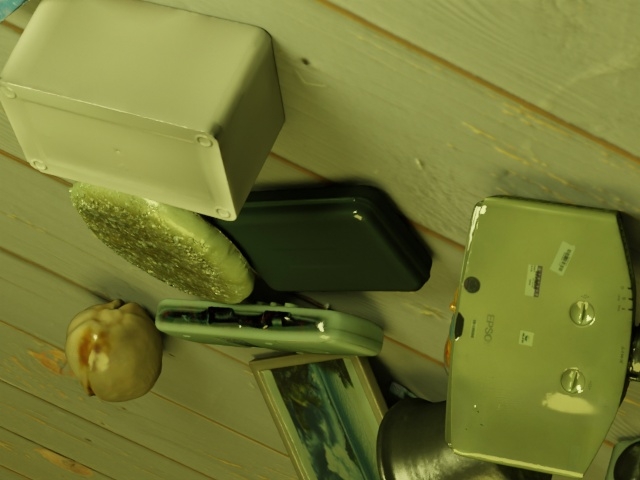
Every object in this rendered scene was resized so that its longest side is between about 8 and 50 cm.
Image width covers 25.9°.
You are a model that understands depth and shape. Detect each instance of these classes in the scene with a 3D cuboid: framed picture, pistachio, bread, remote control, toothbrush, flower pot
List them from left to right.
[{"bbox_3d":[-0.292,0.162,1.988,0.144,0.144,0.215,14,157,16],"label":"pistachio"},{"bbox_3d":[-0.196,0.001,1.706,0.267,0.040,0.267,27,161,10],"label":"bread"},{"bbox_3d":[-0.066,0.111,1.797,0.296,0.056,0.140,1,169,34],"label":"remote control"},{"bbox_3d":[0.034,0.295,1.935,0.232,0.024,0.315,-15,102,48],"label":"framed picture"},{"bbox_3d":[0.165,0.248,1.933,0.193,0.019,0.013,36,148,-25],"label":"toothbrush"},{"bbox_3d":[0.203,0.286,1.802,0.235,0.235,0.148,38,127,-25],"label":"flower pot"}]

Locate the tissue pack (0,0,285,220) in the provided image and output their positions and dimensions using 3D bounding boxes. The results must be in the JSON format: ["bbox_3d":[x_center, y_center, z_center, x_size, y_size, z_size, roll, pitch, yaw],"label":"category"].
[{"bbox_3d":[-0.179,-0.139,1.413,0.246,0.136,0.159,15,150,14],"label":"tissue pack"}]

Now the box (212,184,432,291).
[{"bbox_3d":[0.000,0.000,1.603,0.230,0.050,0.160,-2,143,38],"label":"box"}]

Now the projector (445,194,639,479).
[{"bbox_3d":[0.236,0.096,1.409,0.193,0.270,0.088,9,-173,19],"label":"projector"}]

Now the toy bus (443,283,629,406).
[{"bbox_3d":[0.239,0.100,1.530,0.209,0.126,0.136,12,141,20],"label":"toy bus"}]

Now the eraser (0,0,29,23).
[{"bbox_3d":[-0.289,-0.311,1.301,0.144,0.043,0.312,36,148,-21],"label":"eraser"}]

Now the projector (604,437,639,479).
[{"bbox_3d":[0.506,0.329,1.742,0.256,0.099,0.192,-11,135,45],"label":"projector"}]
